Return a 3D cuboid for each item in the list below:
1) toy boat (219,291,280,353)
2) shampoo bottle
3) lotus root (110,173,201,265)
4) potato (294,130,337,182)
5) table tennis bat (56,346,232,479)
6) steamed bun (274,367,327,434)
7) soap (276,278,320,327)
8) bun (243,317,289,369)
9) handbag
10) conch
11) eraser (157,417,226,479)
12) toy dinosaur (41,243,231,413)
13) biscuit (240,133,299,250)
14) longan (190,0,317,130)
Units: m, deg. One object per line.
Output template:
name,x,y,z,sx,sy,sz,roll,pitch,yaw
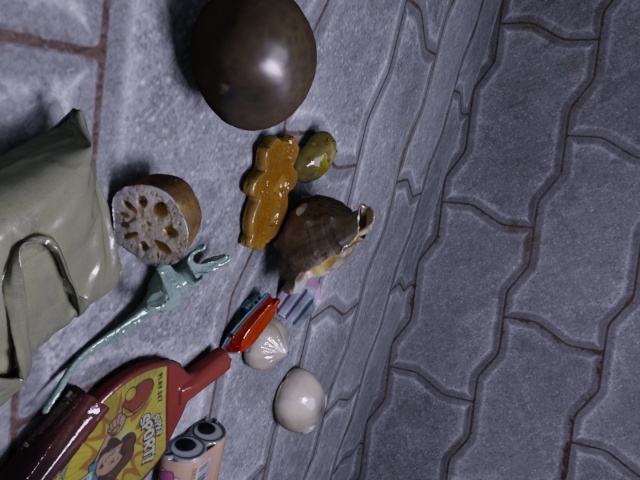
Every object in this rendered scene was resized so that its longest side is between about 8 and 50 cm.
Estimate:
toy boat,-0.162,0.185,1.167,0.172,0.059,0.069,-52,153,-25
shampoo bottle,-0.387,0.310,0.698,0.236,0.067,0.068,-56,158,-29
lotus root,-0.225,-0.032,0.744,0.081,0.113,0.122,-46,147,-62
potato,-0.010,-0.192,1.199,0.137,0.070,0.091,-61,156,-23
table tennis bat,-0.308,0.314,0.934,0.415,0.051,0.267,-33,137,-54
steamed bun,-0.053,0.504,1.610,0.177,0.131,0.228,-54,151,-40
soap,-0.056,0.146,1.332,0.149,0.100,0.056,-55,180,42
bun,-0.120,0.260,1.287,0.138,0.094,0.138,18,90,-73
handbag,-0.333,0.041,0.547,0.315,0.109,0.253,-58,160,-44
conch,-0.010,-0.005,1.195,0.263,0.186,0.324,-57,179,-31
eraser,-0.289,0.553,1.131,0.171,0.087,0.290,-16,122,-62
toy dinosaur,-0.266,0.090,0.799,0.383,0.076,0.129,-36,161,-45
biscuit,-0.108,-0.099,1.085,0.184,0.035,0.248,-27,133,-60
longan,-0.097,-0.269,0.763,0.197,0.198,0.212,-63,156,-19
